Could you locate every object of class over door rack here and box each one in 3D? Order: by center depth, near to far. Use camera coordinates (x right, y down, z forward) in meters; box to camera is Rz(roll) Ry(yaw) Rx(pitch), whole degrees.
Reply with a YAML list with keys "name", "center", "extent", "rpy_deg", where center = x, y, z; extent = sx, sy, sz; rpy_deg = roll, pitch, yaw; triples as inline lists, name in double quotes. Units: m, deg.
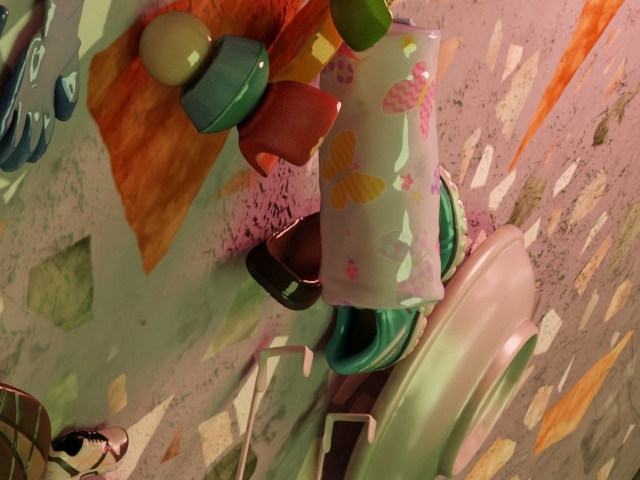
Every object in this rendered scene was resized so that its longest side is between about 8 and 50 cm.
- name: "over door rack"
  center: [-0.070, 0.290, 1.983]
  extent: [0.324, 0.108, 0.239]
  rpy_deg: [-69, 153, -16]

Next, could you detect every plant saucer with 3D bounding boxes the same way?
- name: "plant saucer"
  center: [0.171, 0.175, 2.275]
  extent: [0.400, 0.101, 0.400]
  rpy_deg: [-53, 164, -22]

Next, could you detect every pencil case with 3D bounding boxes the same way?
- name: "pencil case"
  center: [0.059, -0.068, 1.727]
  extent: [0.124, 0.113, 0.273]
  rpy_deg: [-12, 104, -50]

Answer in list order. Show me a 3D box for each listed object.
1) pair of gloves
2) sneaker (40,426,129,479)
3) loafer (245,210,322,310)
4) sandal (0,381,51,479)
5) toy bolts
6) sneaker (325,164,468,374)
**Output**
- name: "pair of gloves"
  center: [-0.231, -0.112, 1.320]
  extent: [0.198, 0.023, 0.159]
  rpy_deg: [-19, 131, -58]
- name: "sneaker"
  center: [-0.208, 0.188, 1.675]
  extent: [0.109, 0.040, 0.043]
  rpy_deg: [-26, 136, -53]
- name: "loafer"
  center: [0.000, 0.000, 1.822]
  extent: [0.078, 0.080, 0.220]
  rpy_deg: [-50, 173, 28]
- name: "sandal"
  center: [-0.286, 0.141, 1.456]
  extent: [0.219, 0.060, 0.090]
  rpy_deg: [36, 77, -52]
- name: "toy bolts"
  center: [-0.055, -0.177, 1.525]
  extent: [0.218, 0.158, 0.228]
  rpy_deg: [-21, -143, 61]
- name: "sneaker"
  center: [0.077, 0.034, 2.008]
  extent: [0.110, 0.107, 0.275]
  rpy_deg: [-18, 133, -46]
